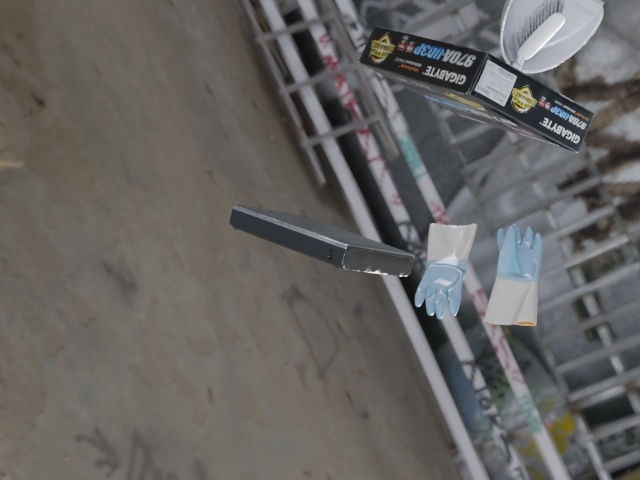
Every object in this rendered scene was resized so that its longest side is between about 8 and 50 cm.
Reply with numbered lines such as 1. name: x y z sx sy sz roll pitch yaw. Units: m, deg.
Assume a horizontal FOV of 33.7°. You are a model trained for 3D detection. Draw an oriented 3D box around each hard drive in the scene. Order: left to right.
1. hard drive: 0.000 0.000 0.905 0.094 0.135 0.022 8 99 -49

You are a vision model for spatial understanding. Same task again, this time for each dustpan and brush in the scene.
1. dustpan and brush: 0.290 -0.270 1.496 0.147 0.211 0.060 21 38 -27

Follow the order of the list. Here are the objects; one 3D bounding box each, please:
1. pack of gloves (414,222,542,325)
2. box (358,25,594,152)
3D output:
1. pack of gloves: 0.258 0.037 1.718 0.232 0.195 0.046 -73 160 -46
2. box: 0.171 -0.173 1.191 0.175 0.051 0.220 21 5 -35
